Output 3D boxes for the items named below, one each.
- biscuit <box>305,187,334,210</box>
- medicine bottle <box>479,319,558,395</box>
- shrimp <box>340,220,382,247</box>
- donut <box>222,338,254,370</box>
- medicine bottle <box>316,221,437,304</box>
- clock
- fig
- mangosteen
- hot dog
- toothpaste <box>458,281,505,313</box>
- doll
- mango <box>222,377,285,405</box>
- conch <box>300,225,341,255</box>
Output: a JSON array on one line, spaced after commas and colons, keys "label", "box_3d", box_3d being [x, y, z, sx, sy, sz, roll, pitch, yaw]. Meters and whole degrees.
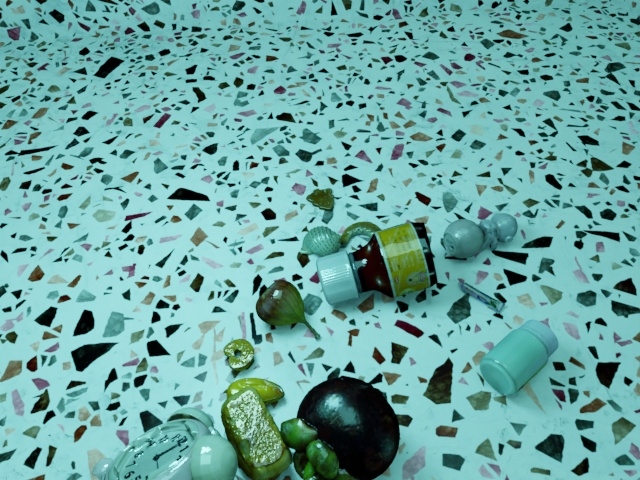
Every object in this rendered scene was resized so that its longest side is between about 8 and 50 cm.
[{"label": "biscuit", "box_3d": [0.009, -0.161, 2.246, 0.119, 0.019, 0.130, -21, 51, -15]}, {"label": "medicine bottle", "box_3d": [0.606, 0.353, 1.707, 0.225, 0.139, 0.139, -34, 56, -23]}, {"label": "shrimp", "box_3d": [0.153, -0.007, 2.093, 0.166, 0.049, 0.161, -33, 53, -21]}, {"label": "donut", "box_3d": [-0.258, 0.368, 1.793, 0.097, 0.043, 0.108, -16, 50, -11]}, {"label": "medicine bottle", "box_3d": [0.189, 0.090, 1.901, 0.395, 0.242, 0.242, -17, 50, 6]}, {"label": "clock", "box_3d": [-0.396, 0.598, 1.457, 0.326, 0.184, 0.342, -34, 24, -22]}, {"label": "fig", "box_3d": [-0.106, 0.238, 1.864, 0.143, 0.231, 0.160, -18, 30, 49]}, {"label": "mangosteen", "box_3d": [0.063, 0.515, 1.491, 0.311, 0.311, 0.311, -1, 50, 1]}, {"label": "hot dog", "box_3d": [-0.179, 0.552, 1.563, 0.150, 0.153, 0.256, -23, 54, -21]}, {"label": "toothpaste", "box_3d": [0.548, 0.190, 1.921, 0.170, 0.028, 0.045, 32, 69, 22]}, {"label": "doll", "box_3d": [0.592, -0.028, 2.034, 0.287, 0.151, 0.151, -15, 51, -15]}, {"label": "mango", "box_3d": [-0.202, 0.464, 1.697, 0.187, 0.066, 0.101, -3, 41, -7]}, {"label": "conch", "box_3d": [0.002, -0.005, 2.066, 0.153, 0.102, 0.135, 2, 36, 5]}]
